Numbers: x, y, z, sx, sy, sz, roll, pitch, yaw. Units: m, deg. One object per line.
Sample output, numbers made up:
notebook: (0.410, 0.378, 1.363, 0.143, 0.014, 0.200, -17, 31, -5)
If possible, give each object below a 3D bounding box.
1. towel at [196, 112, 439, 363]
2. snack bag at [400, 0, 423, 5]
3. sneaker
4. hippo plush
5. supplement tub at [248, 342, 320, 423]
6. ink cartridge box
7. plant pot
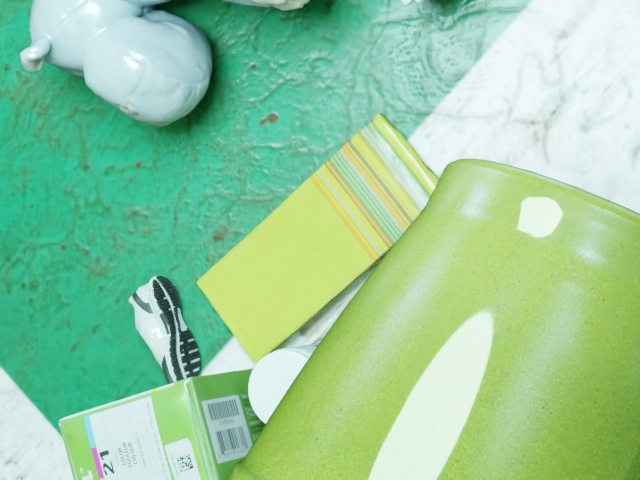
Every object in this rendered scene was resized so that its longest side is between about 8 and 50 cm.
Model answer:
towel: (0.000, 0.000, 1.306, 0.237, 0.021, 0.102, -42, 71, 17)
snack bag: (0.074, -0.417, 1.246, 0.323, 0.037, 0.342, 41, 91, 17)
sneaker: (-0.144, 0.089, 1.354, 0.044, 0.040, 0.109, -24, 78, 35)
hippo plush: (-0.168, -0.226, 1.252, 0.294, 0.234, 0.236, 38, 110, 5)
supplement tub: (-0.010, 0.124, 1.261, 0.071, 0.107, 0.071, 0, 90, 20)
ink cartridge box: (-0.170, 0.193, 1.278, 0.255, 0.189, 0.097, -18, 82, 20)
plant pot: (0.136, 0.140, 1.101, 0.366, 0.366, 0.353, 23, 87, 19)
